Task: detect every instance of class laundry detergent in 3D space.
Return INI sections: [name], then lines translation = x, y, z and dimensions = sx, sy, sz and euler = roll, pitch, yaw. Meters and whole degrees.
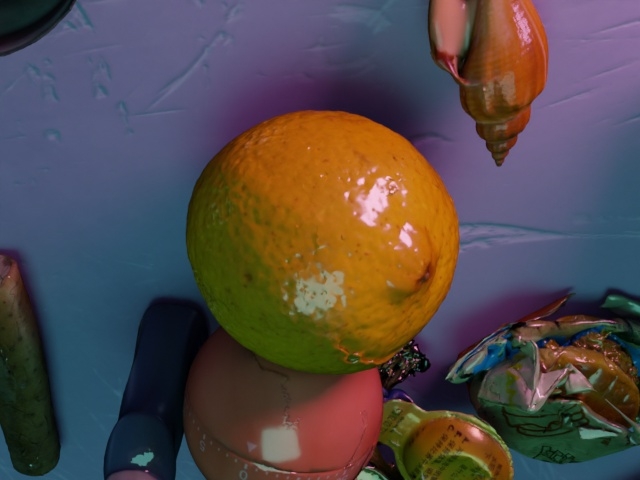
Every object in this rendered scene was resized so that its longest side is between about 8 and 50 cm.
[laundry detergent]
translation = -0.196, 0.216, 1.290
dimensions = 0.094, 0.290, 0.143
euler = 10, 132, -4

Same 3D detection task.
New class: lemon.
[lemon]
translation = 0.001, 0.001, 1.108
dimensions = 0.293, 0.293, 0.293
euler = 2, 130, 2

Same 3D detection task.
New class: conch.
[conch]
translation = 0.161, -0.226, 1.037
dimensions = 0.109, 0.093, 0.331
euler = 3, 111, 24

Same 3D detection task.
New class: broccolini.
[broccolini]
translation = 0.102, 0.223, 1.403
dimensions = 0.123, 0.062, 0.272
euler = -14, 118, 14

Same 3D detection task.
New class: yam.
[yam]
translation = -0.393, 0.174, 1.412
dimensions = 0.083, 0.083, 0.372
euler = 1, 131, 3

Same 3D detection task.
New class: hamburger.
[hamburger]
translation = 0.307, 0.195, 1.329
dimensions = 0.275, 0.151, 0.261
euler = -14, 129, 15

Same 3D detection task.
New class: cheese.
[cheese]
translation = 0.134, 0.251, 1.342
dimensions = 0.250, 0.064, 0.157
euler = 34, 123, -1

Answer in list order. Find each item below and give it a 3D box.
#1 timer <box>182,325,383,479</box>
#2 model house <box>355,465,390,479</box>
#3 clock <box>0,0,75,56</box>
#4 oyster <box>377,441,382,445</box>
[timer]
translation = -0.043, 0.193, 1.246
dimensions = 0.229, 0.230, 0.215
euler = 9, 124, -3
[model house]
translation = 0.013, 0.421, 1.493
dimensions = 0.321, 0.266, 0.261
euler = 29, 84, -11
[clock]
translation = -0.364, -0.319, 1.000
dimensions = 0.324, 0.067, 0.325
euler = 2, 130, 3
[oyster]
translation = 0.052, 0.232, 1.455
dimensions = 0.132, 0.029, 0.086
euler = 21, 128, -14
